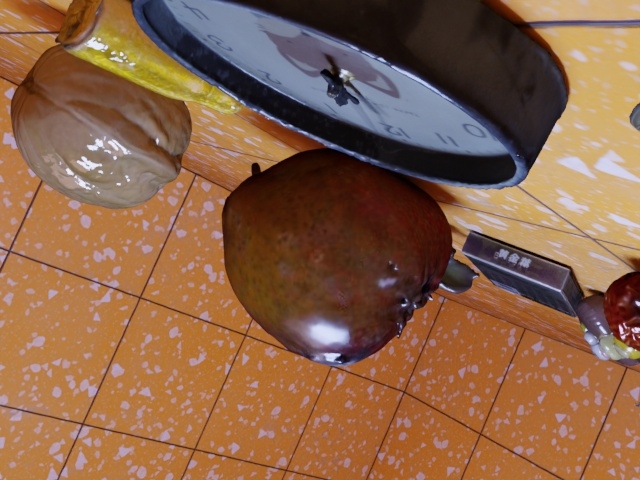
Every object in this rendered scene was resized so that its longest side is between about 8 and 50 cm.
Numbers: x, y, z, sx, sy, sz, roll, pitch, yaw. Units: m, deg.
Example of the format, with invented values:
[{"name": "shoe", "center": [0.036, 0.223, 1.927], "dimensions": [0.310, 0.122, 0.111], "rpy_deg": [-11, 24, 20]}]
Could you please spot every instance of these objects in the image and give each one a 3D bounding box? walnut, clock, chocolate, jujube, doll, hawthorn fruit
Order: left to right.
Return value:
[{"name": "walnut", "center": [-0.299, -0.157, 1.074], "dimensions": [0.225, 0.225, 0.261], "rpy_deg": [22, 172, 38]}, {"name": "chocolate", "center": [-0.170, -0.192, 0.836], "dimensions": [0.219, 0.086, 0.085], "rpy_deg": [25, 177, -44]}, {"name": "hawthorn fruit", "center": [0.014, 0.013, 1.082], "dimensions": [0.324, 0.308, 0.308], "rpy_deg": [35, 176, -6]}, {"name": "clock", "center": [0.016, -0.130, 0.572], "dimensions": [0.325, 0.067, 0.325], "rpy_deg": [24, 176, 2]}, {"name": "doll", "center": [0.507, 0.158, 1.333], "dimensions": [0.145, 0.096, 0.188], "rpy_deg": [46, -175, 13]}, {"name": "jujube", "center": [0.429, 0.093, 0.978], "dimensions": [0.176, 0.109, 0.112], "rpy_deg": [14, -138, -55]}]

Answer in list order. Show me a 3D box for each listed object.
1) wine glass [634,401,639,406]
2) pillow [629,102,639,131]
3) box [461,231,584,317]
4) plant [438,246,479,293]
[{"name": "wine glass", "center": [0.650, 0.251, 1.430], "dimensions": [0.072, 0.155, 0.072], "rpy_deg": [24, 177, 1]}, {"name": "pillow", "center": [0.229, -0.064, 0.364], "dimensions": [0.130, 0.033, 0.217], "rpy_deg": [22, 177, 7]}, {"name": "box", "center": [0.376, 0.068, 1.399], "dimensions": [0.180, 0.047, 0.325], "rpy_deg": [23, 177, 26]}, {"name": "plant", "center": [0.121, 0.023, 1.362], "dimensions": [0.204, 0.178, 0.234], "rpy_deg": [35, 180, -39]}]
